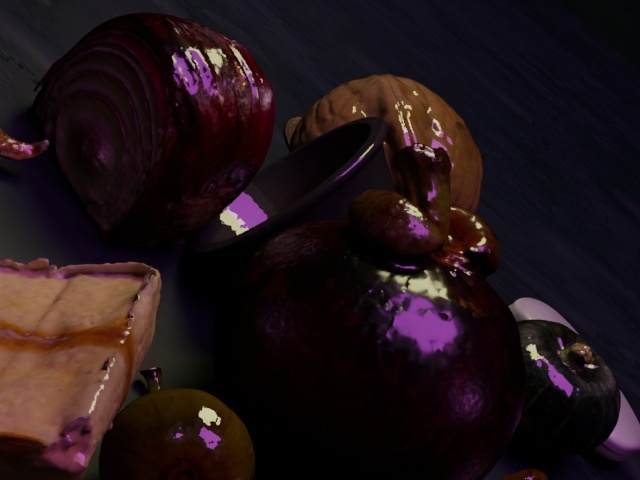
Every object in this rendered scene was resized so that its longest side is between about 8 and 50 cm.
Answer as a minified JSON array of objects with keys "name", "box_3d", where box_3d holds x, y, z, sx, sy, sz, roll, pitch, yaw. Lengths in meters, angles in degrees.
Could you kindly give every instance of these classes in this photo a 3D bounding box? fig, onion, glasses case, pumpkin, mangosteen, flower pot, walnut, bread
[{"name":"fig","box_3d":[-0.130,0.162,1.381,0.124,0.124,0.236,31,4,-21]},{"name":"onion","box_3d":[-0.141,-0.123,1.671,0.206,0.207,0.216,-3,56,-51]},{"name":"glasses case","box_3d":[0.298,0.162,1.983,0.092,0.059,0.233,7,41,-47]},{"name":"pumpkin","box_3d":[0.254,0.160,1.852,0.167,0.125,0.167,36,7,-5]},{"name":"mangosteen","box_3d":[0.054,0.099,1.487,0.297,0.293,0.297,50,-12,14]},{"name":"flower pot","box_3d":[0.000,0.000,1.692,0.148,0.235,0.235,57,23,-14]},{"name":"walnut","box_3d":[0.073,-0.073,1.887,0.228,0.228,0.228,32,28,-19]},{"name":"bread","box_3d":[-0.259,0.085,1.211,0.236,0.198,0.263,30,25,-5]}]

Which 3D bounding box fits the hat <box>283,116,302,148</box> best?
[{"name":"hat","box_3d":[0.032,-0.120,2.047,0.146,0.067,0.146,32,28,-19]}]

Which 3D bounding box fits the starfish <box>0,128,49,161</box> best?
[{"name":"starfish","box_3d":[-0.381,-0.091,1.423,0.301,0.084,0.293,36,25,-19]}]

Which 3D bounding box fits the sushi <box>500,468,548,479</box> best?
[{"name":"sushi","box_3d":[0.197,0.274,1.683,0.052,0.055,0.120,43,34,-22]}]
